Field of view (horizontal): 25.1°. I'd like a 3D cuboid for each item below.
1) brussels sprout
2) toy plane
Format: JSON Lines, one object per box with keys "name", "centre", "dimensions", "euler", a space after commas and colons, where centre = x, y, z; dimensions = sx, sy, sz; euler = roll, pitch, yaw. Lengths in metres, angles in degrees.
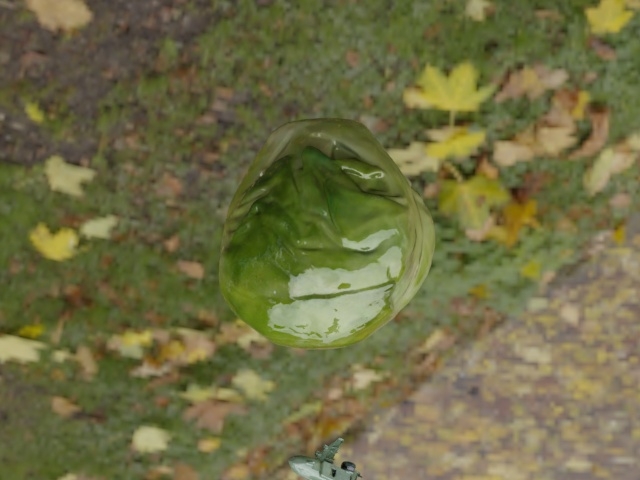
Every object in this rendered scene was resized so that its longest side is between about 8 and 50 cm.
{"name": "brussels sprout", "centre": [0.000, 0.000, 1.336], "dimensions": [0.223, 0.223, 0.161], "euler": [-10, 142, 22]}
{"name": "toy plane", "centre": [0.006, 0.203, 1.240], "dimensions": [0.033, 0.080, 0.083], "euler": [-14, 144, 42]}
